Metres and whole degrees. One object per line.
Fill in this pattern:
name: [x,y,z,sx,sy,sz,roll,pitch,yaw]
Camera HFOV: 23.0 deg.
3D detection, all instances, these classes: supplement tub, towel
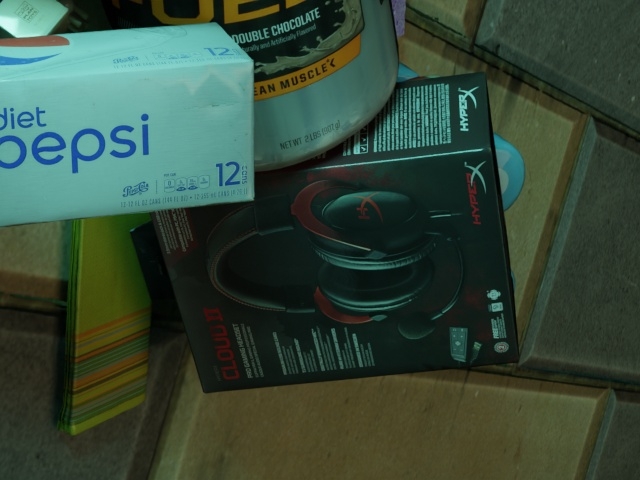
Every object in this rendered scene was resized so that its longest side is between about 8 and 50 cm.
supplement tub: [-0.065,-0.232,1.091,0.207,0.207,0.338,-49,143,-32]
towel: [-0.167,0.032,1.250,0.102,0.021,0.237,-22,122,-57]

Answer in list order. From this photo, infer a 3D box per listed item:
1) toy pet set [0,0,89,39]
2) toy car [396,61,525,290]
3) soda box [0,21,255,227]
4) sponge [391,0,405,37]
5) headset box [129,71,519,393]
toy pet set: [-0.218,-0.134,1.078,0.122,0.065,0.114,-55,178,-21]
toy car: [0.022,-0.032,1.388,0.238,0.219,0.210,-11,120,-21]
soda box: [-0.187,-0.069,0.971,0.286,0.091,0.098,-7,115,-17]
sponge: [0.009,-0.224,1.380,0.210,0.031,0.117,-22,123,-51]
headset box: [0.000,0.000,1.245,0.110,0.293,0.218,-86,168,-52]
